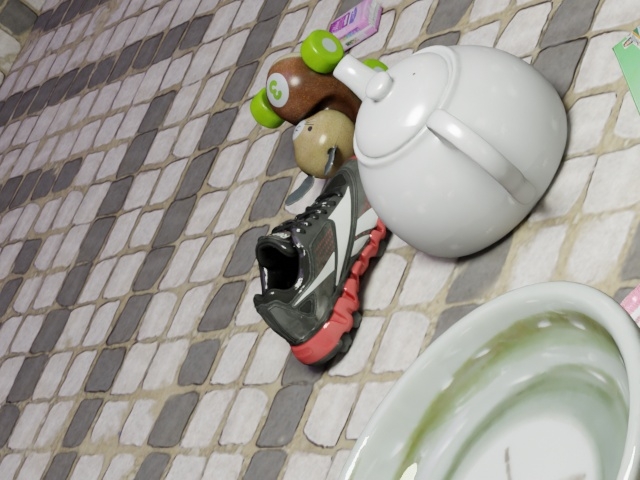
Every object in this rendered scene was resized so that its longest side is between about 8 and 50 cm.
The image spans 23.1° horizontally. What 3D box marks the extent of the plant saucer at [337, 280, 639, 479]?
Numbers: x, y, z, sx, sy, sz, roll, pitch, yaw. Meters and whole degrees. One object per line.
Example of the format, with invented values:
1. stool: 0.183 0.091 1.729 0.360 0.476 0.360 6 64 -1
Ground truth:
1. plant saucer: 0.153 0.228 1.326 0.400 0.100 0.400 -42 28 29

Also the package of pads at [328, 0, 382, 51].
1. package of pads: 0.047 -0.296 2.162 0.083 0.032 0.050 -28 35 41

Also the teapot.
1. teapot: 0.126 -0.116 1.671 0.256 0.187 0.252 -26 39 41

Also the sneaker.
1. sneaker: 0.000 0.000 1.797 0.097 0.135 0.276 -20 42 51

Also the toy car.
1. toy car: -0.008 -0.133 1.938 0.155 0.149 0.188 -43 27 44

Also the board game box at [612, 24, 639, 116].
1. board game box: 0.394 -0.153 1.442 0.213 0.046 0.317 -42 30 25

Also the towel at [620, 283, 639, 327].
1. towel: 0.303 0.091 1.332 0.144 0.029 0.197 -50 28 10
